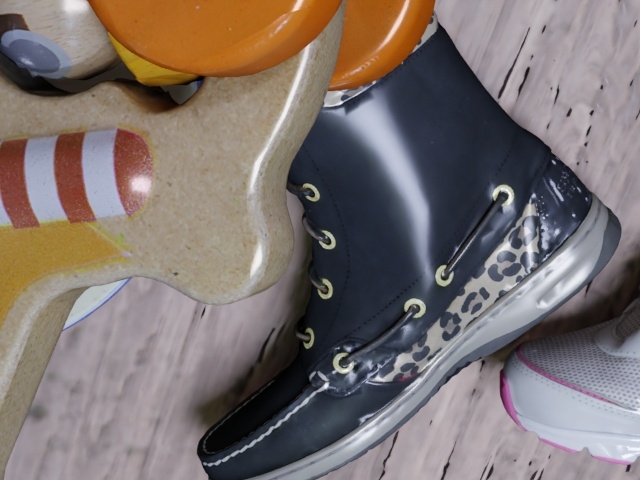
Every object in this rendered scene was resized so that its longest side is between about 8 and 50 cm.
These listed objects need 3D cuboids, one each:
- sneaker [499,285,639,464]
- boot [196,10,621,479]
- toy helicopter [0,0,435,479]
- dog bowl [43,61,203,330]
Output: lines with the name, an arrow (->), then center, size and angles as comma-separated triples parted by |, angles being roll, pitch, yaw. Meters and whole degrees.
sneaker -> 0.204, 0.027, 0.657 | 0.252, 0.103, 0.111 | -16, 108, 0
boot -> 0.001, -0.001, 0.649 | 0.236, 0.085, 0.179 | -36, 106, 8
toy helicopter -> -0.125, -0.017, 0.495 | 0.235, 0.140, 0.355 | 25, 101, 14
dog bowl -> -0.177, -0.082, 0.604 | 0.264, 0.104, 0.265 | 0, 113, 0
